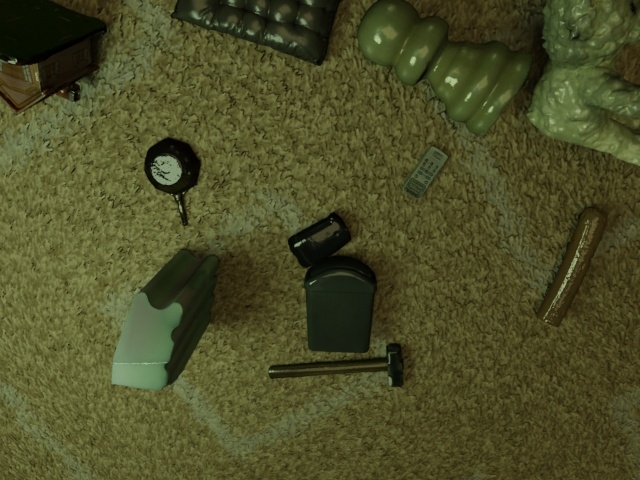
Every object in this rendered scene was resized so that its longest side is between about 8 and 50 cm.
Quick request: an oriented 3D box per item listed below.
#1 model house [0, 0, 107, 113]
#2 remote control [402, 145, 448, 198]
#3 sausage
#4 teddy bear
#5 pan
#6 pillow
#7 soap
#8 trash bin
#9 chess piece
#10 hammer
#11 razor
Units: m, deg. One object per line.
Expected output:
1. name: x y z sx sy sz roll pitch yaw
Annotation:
1. model house: -0.590 -0.368 0.905 0.206 0.294 0.154 19 128 -3
2. remote control: 0.242 -0.157 1.042 0.053 0.018 0.125 32 107 -6
3. sausage: 0.602 0.065 1.073 0.065 0.066 0.302 14 110 -1
4. teddy bear: 0.554 -0.345 0.805 0.374 0.328 0.362 14 136 8
5. pan: -0.336 -0.139 1.064 0.128 0.048 0.202 -28 105 11
6. pillow: -0.119 -0.517 0.906 0.325 0.101 0.228 18 111 -1
7. soap: -0.335 0.177 1.011 0.114 0.347 0.209 11 109 -2
8. trash bin: 0.048 0.158 1.115 0.176 0.101 0.237 1 110 1
9. chess piece: 0.230 -0.368 0.902 0.330 0.182 0.182 30 107 -1
10. hammer: 0.040 0.346 1.211 0.364 0.043 0.111 -5 109 7
11. razor: 0.000 0.000 1.088 0.147 0.054 0.090 -31 108 13
